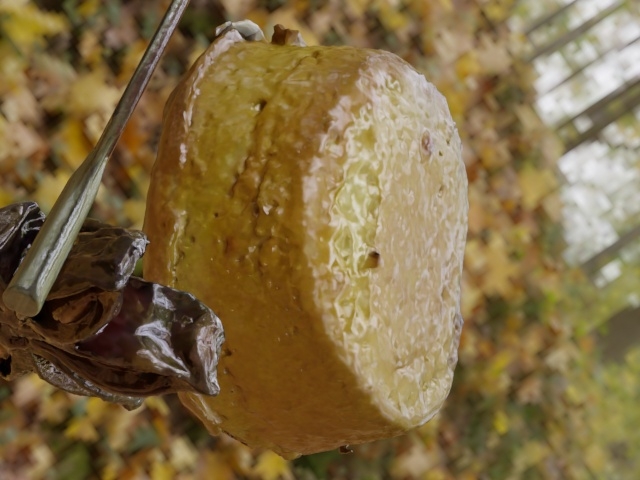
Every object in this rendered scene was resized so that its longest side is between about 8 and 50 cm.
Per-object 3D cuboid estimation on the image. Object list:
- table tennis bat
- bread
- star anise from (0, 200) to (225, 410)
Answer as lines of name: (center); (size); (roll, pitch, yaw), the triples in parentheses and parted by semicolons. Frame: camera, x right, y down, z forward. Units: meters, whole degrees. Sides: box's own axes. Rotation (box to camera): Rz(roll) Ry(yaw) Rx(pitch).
table tennis bat: (-0.120, -0.063, 1.112); (0.022, 0.246, 0.138); (27, -32, -6)
bread: (0.000, -0.003, 1.619); (0.337, 0.204, 0.358); (36, 54, -62)
star anise: (-0.152, 0.039, 1.214); (0.220, 0.099, 0.214); (11, -21, 27)
